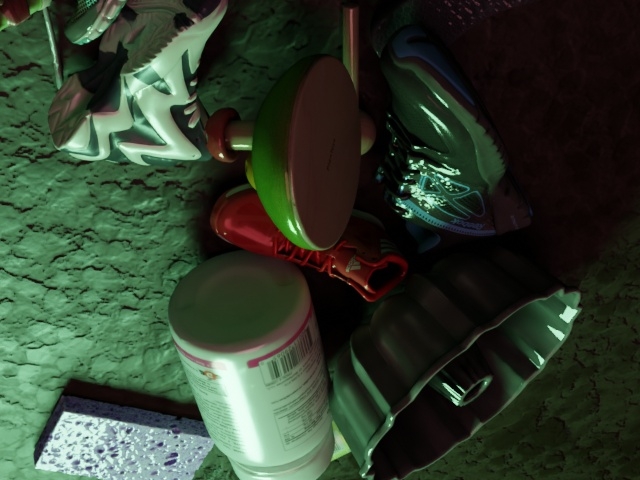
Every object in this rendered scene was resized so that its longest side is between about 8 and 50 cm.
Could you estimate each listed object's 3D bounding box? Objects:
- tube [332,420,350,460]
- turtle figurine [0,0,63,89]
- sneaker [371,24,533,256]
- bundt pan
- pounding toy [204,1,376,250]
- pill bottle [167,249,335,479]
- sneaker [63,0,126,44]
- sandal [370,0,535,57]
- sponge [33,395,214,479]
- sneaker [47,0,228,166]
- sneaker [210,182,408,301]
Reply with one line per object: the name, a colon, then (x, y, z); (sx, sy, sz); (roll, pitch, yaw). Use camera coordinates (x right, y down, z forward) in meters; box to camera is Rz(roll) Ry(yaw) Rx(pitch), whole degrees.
tube: (0.078, 0.227, 1.489); (0.240, 0.062, 0.070); (-27, 176, 3)
turtle figurine: (-0.322, -0.249, 0.931); (0.197, 0.275, 0.266); (16, 107, 1)
sneaker: (0.116, -0.080, 1.144); (0.139, 0.125, 0.341); (-26, 144, 8)
bundt pan: (0.143, 0.131, 1.311); (0.330, 0.124, 0.331); (-32, 152, -19)
pounding toy: (-0.033, -0.102, 1.085); (0.110, 0.237, 0.183); (4, 130, 20)
pill bottle: (-0.070, 0.161, 1.317); (0.160, 0.160, 0.283); (-14, 132, -2)
sneaker: (-0.191, -0.243, 0.976); (0.076, 0.065, 0.166); (33, 127, -14)
sandal: (0.157, -0.260, 1.088); (0.254, 0.054, 0.097); (-26, 125, 21)
sponge: (-0.251, 0.264, 1.447); (0.210, 0.031, 0.117); (16, 125, -27)
sneaker: (-0.133, -0.149, 1.068); (0.153, 0.094, 0.235); (18, 126, -45)
sneaker: (0.000, 0.000, 1.204); (0.221, 0.128, 0.087); (7, 109, -27)
